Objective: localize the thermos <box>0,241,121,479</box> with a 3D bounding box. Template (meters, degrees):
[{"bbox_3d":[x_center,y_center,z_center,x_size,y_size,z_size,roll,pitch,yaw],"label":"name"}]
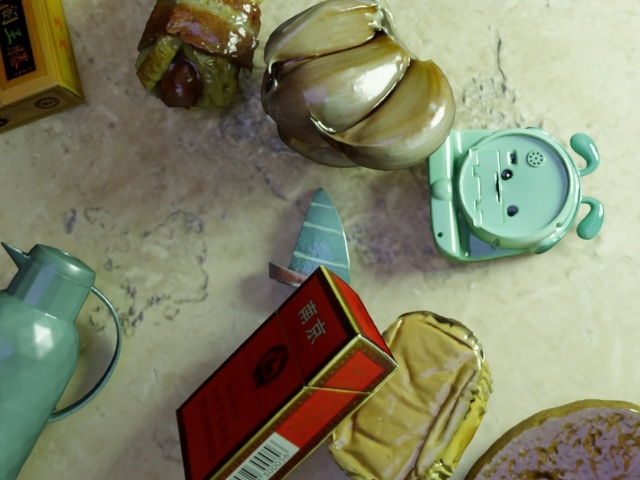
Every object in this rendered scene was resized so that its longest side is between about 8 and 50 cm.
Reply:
[{"bbox_3d":[-0.343,0.150,0.949,0.182,0.145,0.287,31,86,-16],"label":"thermos"}]

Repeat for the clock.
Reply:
[{"bbox_3d":[0.210,-0.057,0.905,0.188,0.060,0.148,-6,78,10],"label":"clock"}]

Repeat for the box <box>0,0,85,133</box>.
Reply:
[{"bbox_3d":[-0.457,-0.220,1.069,0.274,0.076,0.174,-18,78,8],"label":"box"}]

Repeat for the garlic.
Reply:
[{"bbox_3d":[0.035,-0.152,0.911,0.191,0.160,0.214,-32,79,-11],"label":"garlic"}]

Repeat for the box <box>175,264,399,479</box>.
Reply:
[{"bbox_3d":[-0.043,0.156,0.859,0.240,0.153,0.074,-45,114,8],"label":"box"}]

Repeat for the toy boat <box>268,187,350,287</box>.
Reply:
[{"bbox_3d":[0.000,-0.001,0.953,0.096,0.034,0.122,18,82,9],"label":"toy boat"}]

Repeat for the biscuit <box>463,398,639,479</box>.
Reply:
[{"bbox_3d":[0.264,0.302,0.833,0.273,0.049,0.257,-37,78,5],"label":"biscuit"}]

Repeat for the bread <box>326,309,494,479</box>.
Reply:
[{"bbox_3d":[0.097,0.175,0.863,0.132,0.114,0.190,29,78,25],"label":"bread"}]

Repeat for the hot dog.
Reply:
[{"bbox_3d":[-0.142,-0.256,0.994,0.146,0.103,0.213,9,81,14],"label":"hot dog"}]
